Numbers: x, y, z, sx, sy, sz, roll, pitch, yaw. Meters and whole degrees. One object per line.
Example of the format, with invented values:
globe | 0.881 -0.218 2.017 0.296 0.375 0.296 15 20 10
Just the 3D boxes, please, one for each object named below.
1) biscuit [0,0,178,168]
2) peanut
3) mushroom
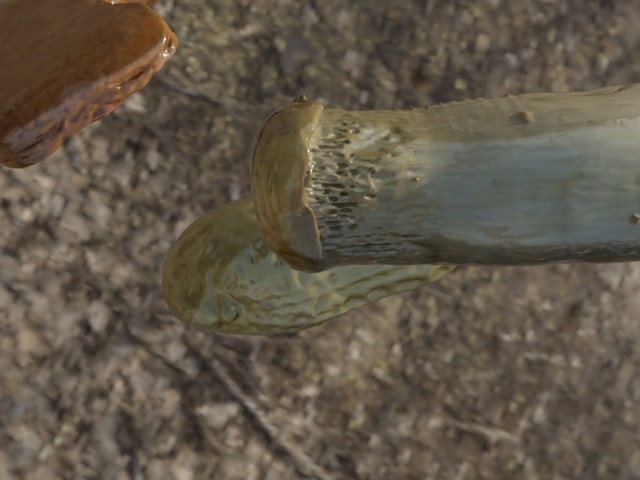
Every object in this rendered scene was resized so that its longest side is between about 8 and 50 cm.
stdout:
biscuit | -0.143 -0.136 1.041 0.186 0.192 0.036 -31 125 -1
peanut | 0.000 0.000 1.577 0.313 0.152 0.152 -23 127 -2
mushroom | 0.134 -0.034 0.840 0.351 0.123 0.095 -2 84 -13
